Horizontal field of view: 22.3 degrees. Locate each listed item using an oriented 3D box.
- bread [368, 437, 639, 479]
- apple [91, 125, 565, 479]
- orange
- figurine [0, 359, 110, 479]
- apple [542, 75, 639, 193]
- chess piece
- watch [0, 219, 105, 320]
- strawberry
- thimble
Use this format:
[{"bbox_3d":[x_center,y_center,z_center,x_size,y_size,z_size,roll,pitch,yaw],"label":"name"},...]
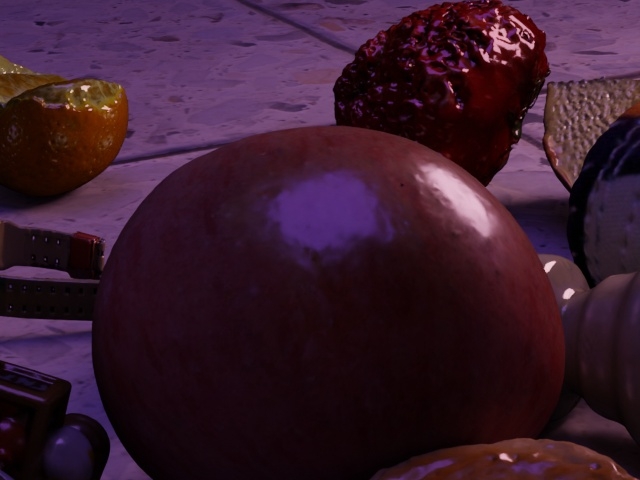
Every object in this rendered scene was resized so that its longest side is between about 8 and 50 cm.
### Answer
[{"bbox_3d":[0.113,0.228,1.014,0.244,0.134,0.244,-2,24,1],"label":"bread"},{"bbox_3d":[0.002,0.058,1.210,0.345,0.269,0.345,-11,-16,-3],"label":"apple"},{"bbox_3d":[-0.345,-0.139,2.016,0.237,0.158,0.179,16,24,39],"label":"orange"},{"bbox_3d":[-0.237,0.195,1.088,0.261,0.186,0.382,11,16,6],"label":"figurine"},{"bbox_3d":[0.402,-0.093,1.766,0.346,0.179,0.254,3,8,32],"label":"apple"},{"bbox_3d":[0.207,0.084,1.345,0.330,0.182,0.182,5,21,36],"label":"chess piece"},{"bbox_3d":[-0.279,0.033,1.669,0.268,0.102,0.165,5,19,-2],"label":"watch"},{"bbox_3d":[0.126,-0.154,1.861,0.220,0.274,0.274,25,25,6],"label":"strawberry"},{"bbox_3d":[0.357,-0.017,1.523,0.237,0.237,0.150,-13,27,-25],"label":"thimble"}]
